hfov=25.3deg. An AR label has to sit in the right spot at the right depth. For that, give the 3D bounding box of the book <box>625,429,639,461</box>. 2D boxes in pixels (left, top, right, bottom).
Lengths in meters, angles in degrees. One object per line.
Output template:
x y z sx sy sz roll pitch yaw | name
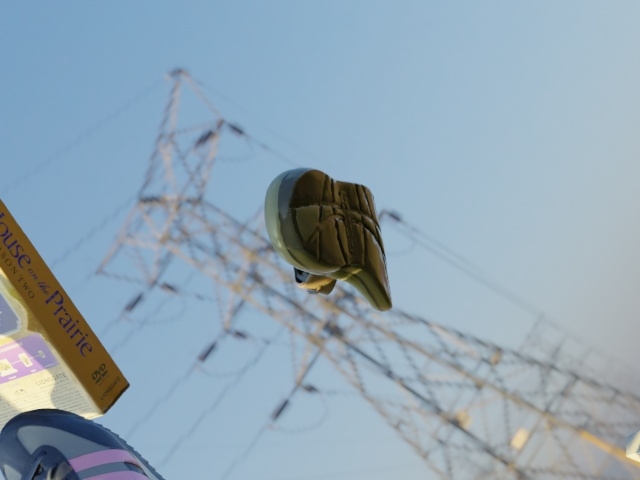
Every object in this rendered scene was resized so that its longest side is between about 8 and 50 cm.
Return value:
0.338 0.183 1.169 0.096 0.144 0.035 -36 35 52 | book

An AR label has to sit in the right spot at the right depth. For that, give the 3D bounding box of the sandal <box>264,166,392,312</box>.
-0.001 -0.002 1.378 0.303 0.086 0.120 32 -132 -64 | sandal

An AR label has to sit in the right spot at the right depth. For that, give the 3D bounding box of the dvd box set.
-0.434 0.040 1.560 0.307 0.420 0.062 -21 19 38 | dvd box set

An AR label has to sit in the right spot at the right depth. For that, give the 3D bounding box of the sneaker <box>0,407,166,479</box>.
-0.209 0.253 1.298 0.131 0.319 0.112 -2 -64 -56 | sneaker
